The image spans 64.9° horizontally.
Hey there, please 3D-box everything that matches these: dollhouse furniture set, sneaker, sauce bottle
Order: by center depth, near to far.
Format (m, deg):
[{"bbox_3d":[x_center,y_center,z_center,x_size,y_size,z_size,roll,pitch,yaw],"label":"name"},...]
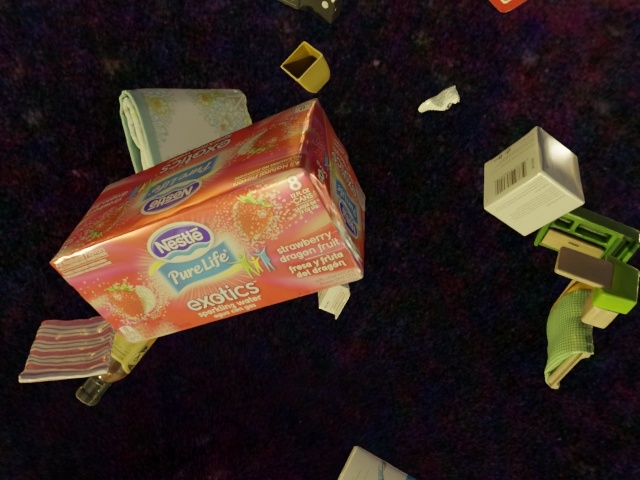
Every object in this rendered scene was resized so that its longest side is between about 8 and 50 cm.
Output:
[{"bbox_3d":[0.448,0.111,0.958,0.151,0.302,0.197,23,50,14],"label":"dollhouse furniture set"},{"bbox_3d":[-0.593,0.334,1.515,0.111,0.111,0.344,37,85,9],"label":"sauce bottle"},{"bbox_3d":[0.386,-0.448,1.650,0.053,0.152,0.061,-39,102,-39],"label":"sneaker"}]

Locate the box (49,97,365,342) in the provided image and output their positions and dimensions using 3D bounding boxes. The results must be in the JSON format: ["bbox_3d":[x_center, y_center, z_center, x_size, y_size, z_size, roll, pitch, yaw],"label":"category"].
[{"bbox_3d":[-0.095,-0.013,0.475,0.256,0.123,0.128,-17,35,19],"label":"box"}]

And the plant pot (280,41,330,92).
[{"bbox_3d":[-0.025,-0.394,1.178,0.081,0.083,0.081,-45,55,5],"label":"plant pot"}]

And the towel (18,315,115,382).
[{"bbox_3d":[-0.470,0.198,0.952,0.144,0.029,0.197,-4,21,-16],"label":"towel"}]

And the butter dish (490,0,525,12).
[{"bbox_3d":[0.411,-0.600,1.064,0.160,0.160,0.118,35,65,-21],"label":"butter dish"}]

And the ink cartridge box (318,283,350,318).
[{"bbox_3d":[0.041,0.165,1.646,0.060,0.104,0.180,24,17,-11],"label":"ink cartridge box"}]

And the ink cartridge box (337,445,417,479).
[{"bbox_3d":[0.178,0.803,1.637,0.232,0.171,0.168,27,70,11],"label":"ink cartridge box"}]

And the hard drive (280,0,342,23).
[{"bbox_3d":[-0.038,-0.721,1.197,0.237,0.339,0.064,27,59,10],"label":"hard drive"}]

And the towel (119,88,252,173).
[{"bbox_3d":[-0.282,-0.180,1.213,0.320,0.090,0.375,-16,93,-46],"label":"towel"}]

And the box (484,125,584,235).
[{"bbox_3d":[0.300,-0.083,0.716,0.087,0.101,0.102,30,50,-17],"label":"box"}]
